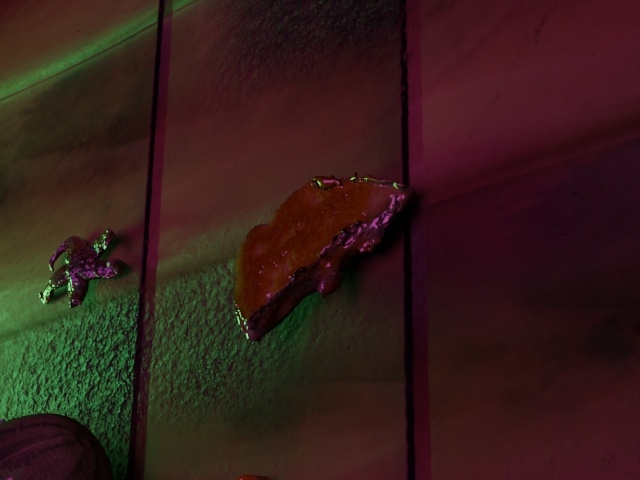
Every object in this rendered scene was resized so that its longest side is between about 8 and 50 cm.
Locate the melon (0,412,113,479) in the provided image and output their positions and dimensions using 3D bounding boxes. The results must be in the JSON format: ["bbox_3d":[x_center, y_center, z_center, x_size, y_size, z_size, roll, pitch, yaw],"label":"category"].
[{"bbox_3d":[-0.433,0.389,1.919,0.329,0.248,0.248,-48,47,12],"label":"melon"}]

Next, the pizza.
[{"bbox_3d":[0.000,0.000,1.818,0.297,0.071,0.189,-41,37,18],"label":"pizza"}]

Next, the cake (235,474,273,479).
[{"bbox_3d":[-0.086,0.342,1.759,0.084,0.044,0.084,-20,58,37],"label":"cake"}]

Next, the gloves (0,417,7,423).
[{"bbox_3d":[-0.537,0.338,2.141,0.229,0.097,0.119,-9,61,35],"label":"gloves"}]

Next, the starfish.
[{"bbox_3d":[-0.380,0.049,2.173,0.209,0.053,0.150,-36,38,31],"label":"starfish"}]
